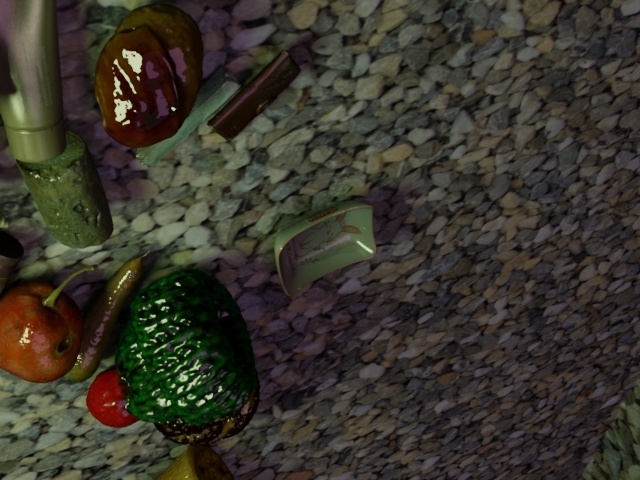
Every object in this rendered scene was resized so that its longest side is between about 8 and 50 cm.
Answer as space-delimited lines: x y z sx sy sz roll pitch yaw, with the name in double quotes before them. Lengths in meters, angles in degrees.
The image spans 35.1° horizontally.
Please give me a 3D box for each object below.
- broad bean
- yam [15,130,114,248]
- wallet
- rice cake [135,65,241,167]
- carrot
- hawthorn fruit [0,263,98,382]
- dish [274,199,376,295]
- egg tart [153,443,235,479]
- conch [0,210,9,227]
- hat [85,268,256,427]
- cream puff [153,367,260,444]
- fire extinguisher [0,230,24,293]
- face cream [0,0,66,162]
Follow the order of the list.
"broad bean" -0.255 -0.246 1.507 0.156 0.122 0.228 11 118 -14
"yam" -0.393 -0.072 1.581 0.107 0.107 0.194 -26 141 -15
"wallet" -0.107 -0.238 1.684 0.176 0.026 0.095 -44 163 5
"rice cake" -0.218 -0.200 1.648 0.211 0.034 0.043 -42 150 4
"carrot" -0.384 0.127 1.819 0.078 0.078 0.298 16 114 -46
"hawthorn fruit" -0.450 0.113 1.660 0.165 0.165 0.285 -3 141 -36
"dish" 0.000 0.000 1.982 0.212 0.077 0.151 -25 138 -16
"egg tart" -0.287 0.562 2.241 0.147 0.202 0.202 -30 143 11
"conch" -0.557 -0.054 1.444 0.234 0.137 0.114 6 108 -49
"hat" -0.299 0.226 1.849 0.332 0.274 0.242 -28 146 13
"cream puff" -0.232 0.314 2.039 0.239 0.165 0.239 -20 139 -18
"fire extinguisher" -0.560 0.109 1.627 0.075 0.106 0.252 11 121 -50
"face cream" -0.414 -0.272 1.398 0.137 0.084 0.341 -11 128 -17
